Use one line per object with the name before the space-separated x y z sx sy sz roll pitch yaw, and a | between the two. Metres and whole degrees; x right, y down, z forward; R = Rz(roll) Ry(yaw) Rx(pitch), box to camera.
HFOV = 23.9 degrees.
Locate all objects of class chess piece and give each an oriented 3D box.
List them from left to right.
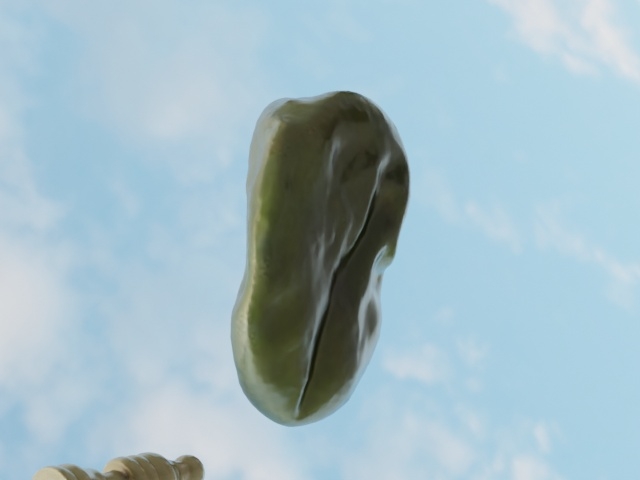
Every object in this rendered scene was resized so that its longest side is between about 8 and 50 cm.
chess piece | -0.089 0.114 0.702 0.092 0.035 0.035 -6 -115 -51

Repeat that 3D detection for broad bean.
broad bean | -0.002 0.001 0.877 0.153 0.072 0.206 51 -142 -40
